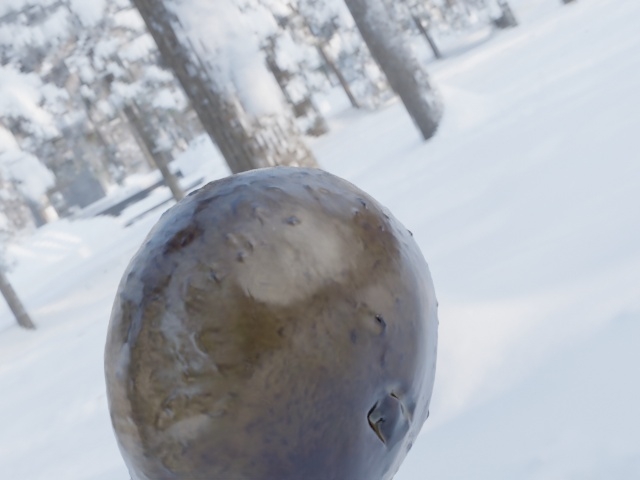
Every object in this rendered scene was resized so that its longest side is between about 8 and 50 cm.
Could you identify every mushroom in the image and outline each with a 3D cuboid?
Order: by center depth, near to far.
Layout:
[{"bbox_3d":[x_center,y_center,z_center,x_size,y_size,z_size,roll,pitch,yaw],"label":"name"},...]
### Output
[{"bbox_3d":[-0.052,0.105,0.948,0.331,0.334,0.356,-23,9,-27],"label":"mushroom"}]
